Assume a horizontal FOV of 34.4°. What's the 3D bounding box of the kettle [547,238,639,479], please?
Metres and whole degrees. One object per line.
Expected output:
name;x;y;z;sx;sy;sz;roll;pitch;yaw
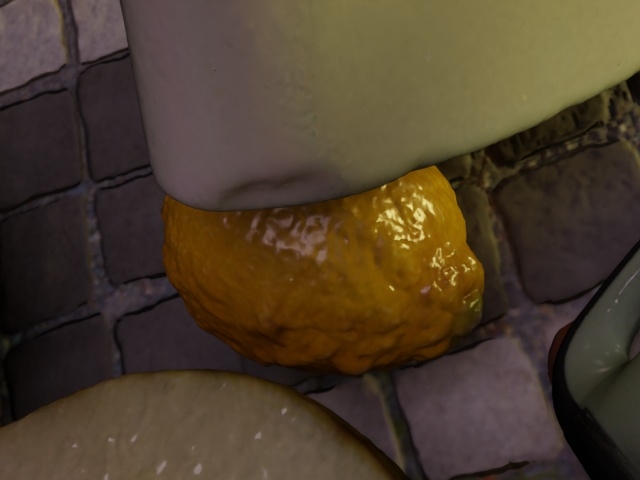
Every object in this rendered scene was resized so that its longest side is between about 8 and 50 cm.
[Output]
kettle;0.231;0.042;0.446;0.255;0.165;0.240;-44;36;8

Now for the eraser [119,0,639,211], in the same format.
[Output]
eraser;0.003;-0.161;0.528;0.331;0.150;0.331;-3;31;2

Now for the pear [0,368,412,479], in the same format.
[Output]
pear;-0.041;0.244;0.452;0.386;0.191;0.340;20;78;36

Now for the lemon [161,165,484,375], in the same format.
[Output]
lemon;0.000;0.000;0.537;0.187;0.142;0.142;23;84;22
